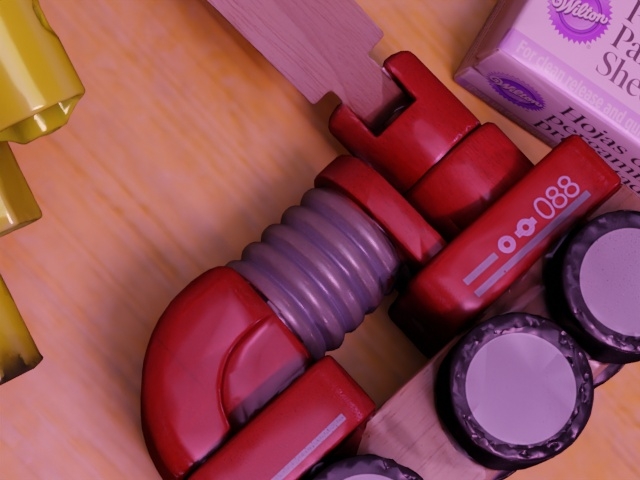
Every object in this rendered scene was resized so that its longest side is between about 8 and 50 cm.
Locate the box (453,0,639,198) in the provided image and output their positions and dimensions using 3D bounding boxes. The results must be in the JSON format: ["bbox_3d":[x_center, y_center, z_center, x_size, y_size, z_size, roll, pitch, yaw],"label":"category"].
[{"bbox_3d":[0.213,-0.014,0.742,0.324,0.063,0.067,34,77,-9],"label":"box"}]

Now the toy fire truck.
[{"bbox_3d":[0.000,0.000,0.655,0.217,0.158,0.246,-41,84,-13],"label":"toy fire truck"}]

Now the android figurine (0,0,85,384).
[{"bbox_3d":[-0.218,-0.048,0.615,0.248,0.056,0.273,-24,94,6],"label":"android figurine"}]
